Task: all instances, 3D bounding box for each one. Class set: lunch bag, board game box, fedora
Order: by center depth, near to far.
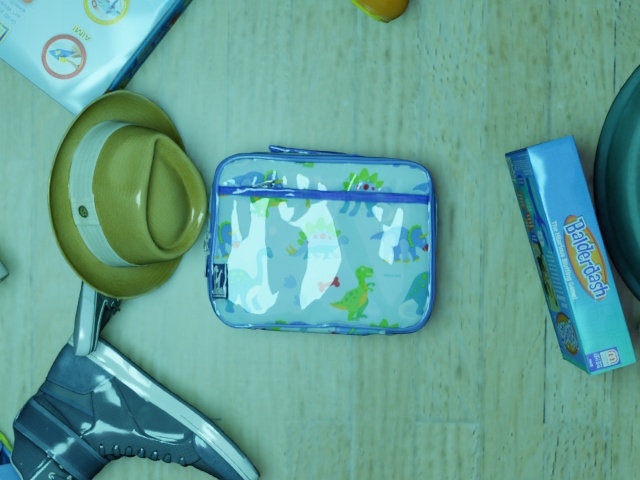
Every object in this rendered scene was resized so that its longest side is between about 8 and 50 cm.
[{"bbox_3d":[-0.161,-0.041,1.502,0.079,0.194,0.194,2,92,40],"label":"fedora"},{"bbox_3d":[0.228,0.012,1.515,0.047,0.160,0.210,-16,92,0],"label":"board game box"},{"bbox_3d":[-0.244,-0.319,1.540,0.308,0.086,0.302,39,91,-1],"label":"board game box"},{"bbox_3d":[0.000,0.000,1.550,0.219,0.090,0.176,4,89,-2],"label":"lunch bag"}]

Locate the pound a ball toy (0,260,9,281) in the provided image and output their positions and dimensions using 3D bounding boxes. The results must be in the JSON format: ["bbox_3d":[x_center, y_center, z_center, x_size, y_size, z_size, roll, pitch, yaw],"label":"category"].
[{"bbox_3d":[-0.464,-0.039,1.541,0.208,0.136,0.319,-36,91,26],"label":"pound a ball toy"}]

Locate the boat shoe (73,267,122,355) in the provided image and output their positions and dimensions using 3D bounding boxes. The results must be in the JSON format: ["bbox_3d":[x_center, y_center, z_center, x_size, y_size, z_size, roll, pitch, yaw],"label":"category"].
[{"bbox_3d":[-0.205,0.049,1.538,0.040,0.049,0.142,11,49,-11],"label":"boat shoe"}]

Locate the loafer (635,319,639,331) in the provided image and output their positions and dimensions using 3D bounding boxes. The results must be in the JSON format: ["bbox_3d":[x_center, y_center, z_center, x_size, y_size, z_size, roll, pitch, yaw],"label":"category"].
[{"bbox_3d":[0.352,0.120,1.577,0.125,0.045,0.039,34,98,-4],"label":"loafer"}]

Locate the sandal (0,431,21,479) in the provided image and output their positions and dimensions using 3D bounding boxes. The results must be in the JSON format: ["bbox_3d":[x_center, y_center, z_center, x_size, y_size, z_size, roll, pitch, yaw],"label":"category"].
[{"bbox_3d":[-0.319,0.299,1.530,0.126,0.138,0.317,-23,90,2],"label":"sandal"}]

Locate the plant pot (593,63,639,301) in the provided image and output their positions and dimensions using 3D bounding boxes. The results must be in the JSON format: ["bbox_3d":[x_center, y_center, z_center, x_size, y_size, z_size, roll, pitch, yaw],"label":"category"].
[{"bbox_3d":[0.435,-0.051,1.429,0.341,0.334,0.341,0,92,0],"label":"plant pot"}]

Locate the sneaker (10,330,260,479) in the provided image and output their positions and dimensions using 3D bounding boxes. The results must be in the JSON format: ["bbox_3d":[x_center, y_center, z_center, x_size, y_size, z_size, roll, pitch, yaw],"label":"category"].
[{"bbox_3d":[-0.184,0.207,1.545,0.226,0.086,0.163,35,80,9],"label":"sneaker"}]

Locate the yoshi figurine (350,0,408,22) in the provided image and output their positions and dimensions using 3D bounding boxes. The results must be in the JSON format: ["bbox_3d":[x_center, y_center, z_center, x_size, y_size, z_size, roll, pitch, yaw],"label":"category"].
[{"bbox_3d":[0.119,-0.365,1.454,0.203,0.203,0.362,40,104,3],"label":"yoshi figurine"}]
